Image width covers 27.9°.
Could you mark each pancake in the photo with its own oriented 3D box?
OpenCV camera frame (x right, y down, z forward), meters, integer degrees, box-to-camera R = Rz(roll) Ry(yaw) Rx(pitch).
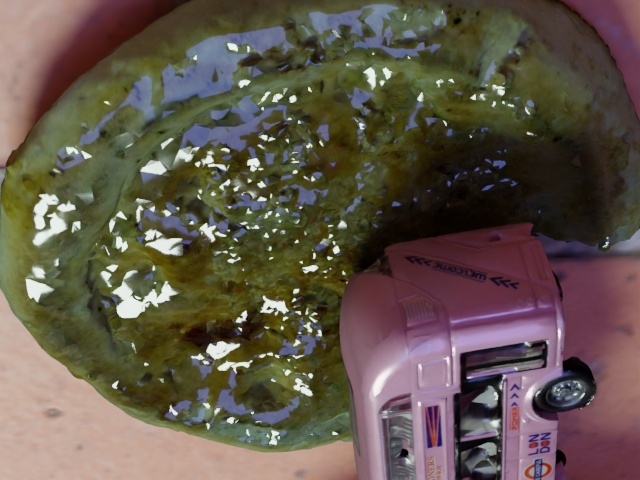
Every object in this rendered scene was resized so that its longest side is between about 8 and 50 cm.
[{"bbox_3d":[0.000,0.000,0.492,0.254,0.037,0.253,-7,134,-7],"label":"pancake"}]

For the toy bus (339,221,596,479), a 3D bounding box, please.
[{"bbox_3d":[0.057,0.081,0.519,0.090,0.063,0.203,-10,134,-1],"label":"toy bus"}]
